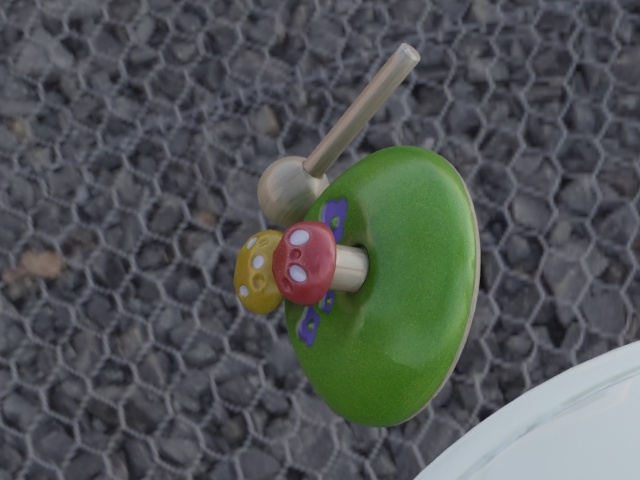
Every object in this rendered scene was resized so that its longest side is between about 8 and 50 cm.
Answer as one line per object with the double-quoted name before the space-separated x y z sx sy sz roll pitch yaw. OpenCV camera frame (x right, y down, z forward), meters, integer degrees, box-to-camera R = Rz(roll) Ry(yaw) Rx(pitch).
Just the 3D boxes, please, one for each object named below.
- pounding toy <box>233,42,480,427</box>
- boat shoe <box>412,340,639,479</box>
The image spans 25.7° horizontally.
"pounding toy" 0.000 0.000 0.899 0.110 0.183 0.237 11 48 -29
"boat shoe" 0.035 0.146 0.313 0.116 0.099 0.319 30 58 23
